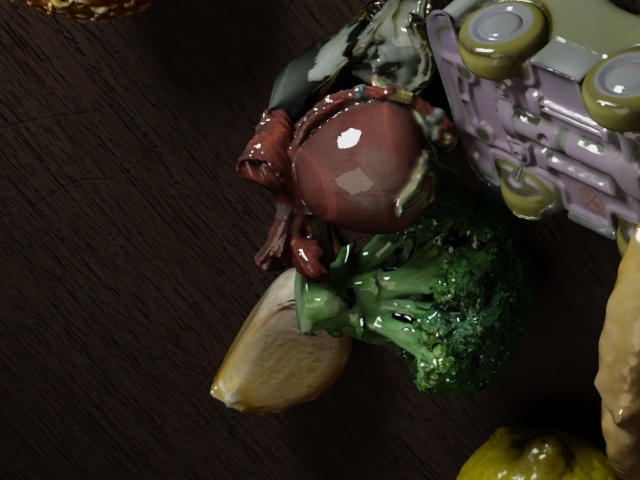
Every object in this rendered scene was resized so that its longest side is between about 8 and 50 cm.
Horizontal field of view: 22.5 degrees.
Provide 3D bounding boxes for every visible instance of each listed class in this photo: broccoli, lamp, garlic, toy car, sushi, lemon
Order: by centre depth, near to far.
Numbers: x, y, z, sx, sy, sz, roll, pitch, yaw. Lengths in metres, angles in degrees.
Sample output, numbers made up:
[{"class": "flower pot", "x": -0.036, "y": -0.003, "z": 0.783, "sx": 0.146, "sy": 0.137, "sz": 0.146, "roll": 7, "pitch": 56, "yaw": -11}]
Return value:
[{"class": "toy car", "x": 0.292, "y": -0.136, "z": 1.516, "sx": 0.336, "sy": 0.226, "sz": 0.242, "roll": 31, "pitch": 153, "yaw": 44}, {"class": "lamp", "x": 0.035, "y": -0.068, "z": 1.654, "sx": 0.223, "sy": 0.151, "sz": 0.215, "roll": 1, "pitch": 124, "yaw": 24}, {"class": "sushi", "x": 0.067, "y": -0.184, "z": 1.716, "sx": 0.109, "sy": 0.134, "sz": 0.273, "roll": 41, "pitch": 124, "yaw": -22}, {"class": "broccoli", "x": 0.106, "y": 0.048, "z": 1.771, "sx": 0.270, "sy": 0.270, "sz": 0.270, "roll": -5, "pitch": 129, "yaw": -4}, {"class": "lemon", "x": 0.263, "y": 0.354, "z": 1.898, "sx": 0.245, "sy": 0.245, "sz": 0.320, "roll": 17, "pitch": 128, "yaw": 27}, {"class": "garlic", "x": -0.042, "y": 0.120, "z": 2.005, "sx": 0.145, "sy": 0.164, "sz": 0.245, "roll": 50, "pitch": 136, "yaw": 19}]

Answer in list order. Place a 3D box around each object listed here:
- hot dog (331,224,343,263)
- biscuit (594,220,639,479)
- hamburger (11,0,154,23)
[{"class": "hot dog", "x": 0.000, "y": 0.000, "z": 1.965, "sx": 0.058, "sy": 0.035, "sz": 0.083, "roll": -10, "pitch": 117, "yaw": 39}, {"class": "biscuit", "x": 0.429, "y": 0.061, "z": 1.413, "sx": 0.104, "sy": 0.446, "sz": 0.429, "roll": 38, "pitch": 142, "yaw": 49}, {"class": "hamburger", "x": -0.242, "y": -0.367, "z": 1.677, "sx": 0.291, "sy": 0.225, "sz": 0.291, "roll": 13, "pitch": 138, "yaw": 12}]
